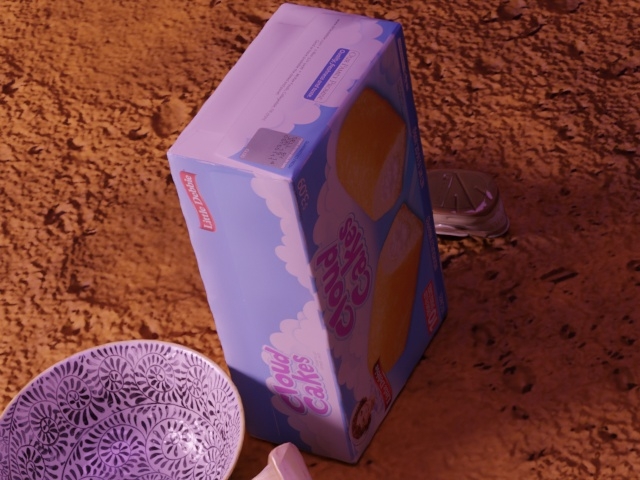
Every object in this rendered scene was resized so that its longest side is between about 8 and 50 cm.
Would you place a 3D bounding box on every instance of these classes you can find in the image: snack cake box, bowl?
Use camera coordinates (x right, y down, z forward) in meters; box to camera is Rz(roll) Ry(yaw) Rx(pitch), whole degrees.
[{"bbox_3d":[0.000,0.000,1.110,0.089,0.264,0.152,13,50,24],"label":"snack cake box"},{"bbox_3d":[-0.125,0.153,1.118,0.170,0.080,0.170,-6,44,6],"label":"bowl"}]

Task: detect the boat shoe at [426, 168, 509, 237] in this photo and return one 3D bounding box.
[{"bbox_3d":[0.067,-0.031,1.292,0.153,0.048,0.056,7,59,28],"label":"boat shoe"}]

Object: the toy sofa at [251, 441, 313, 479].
[{"bbox_3d":[-0.140,0.269,0.979,0.363,0.177,0.150,-23,69,-10],"label":"toy sofa"}]
